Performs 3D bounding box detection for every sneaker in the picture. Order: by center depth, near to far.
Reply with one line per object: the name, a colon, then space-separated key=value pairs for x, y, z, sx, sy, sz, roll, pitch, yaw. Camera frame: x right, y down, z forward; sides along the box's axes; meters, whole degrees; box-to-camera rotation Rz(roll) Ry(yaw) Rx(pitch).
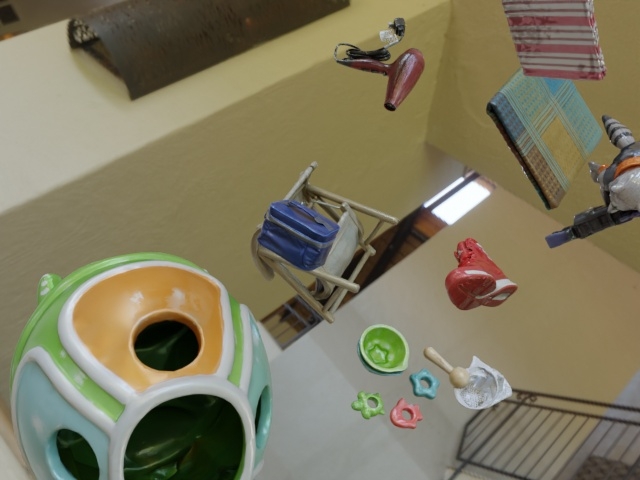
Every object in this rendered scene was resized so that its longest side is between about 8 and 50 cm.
sneaker: x=0.266 y=0.056 z=1.103 sx=0.087 sy=0.221 sz=0.128 roll=-47 pitch=-124 yaw=19

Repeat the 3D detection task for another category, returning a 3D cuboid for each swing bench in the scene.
swing bench: x=0.000 y=0.000 z=1.362 sx=0.255 sy=0.253 sz=0.165 roll=34 pitch=-39 yaw=2

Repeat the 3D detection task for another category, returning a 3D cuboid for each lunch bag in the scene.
lunch bag: x=-0.029 y=-0.014 z=0.767 sx=0.098 sy=0.067 sz=0.065 roll=30 pitch=-69 yaw=15

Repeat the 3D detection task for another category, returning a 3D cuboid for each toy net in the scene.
toy net: x=0.156 y=0.187 z=0.786 sx=0.232 sy=0.122 sz=0.045 roll=11 pitch=-40 yaw=-11

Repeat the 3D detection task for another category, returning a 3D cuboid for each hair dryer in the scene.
hair dryer: x=0.176 y=-0.469 z=1.653 sx=0.080 sy=0.224 sz=0.293 roll=51 pitch=19 yaw=-55

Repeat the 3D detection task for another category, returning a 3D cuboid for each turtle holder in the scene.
turtle holder: x=-0.167 y=0.179 z=0.561 sx=0.243 sy=0.320 sz=0.227 roll=22 pitch=1 yaw=-32

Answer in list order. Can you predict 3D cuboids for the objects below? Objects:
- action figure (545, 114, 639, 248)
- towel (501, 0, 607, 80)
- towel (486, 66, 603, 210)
action figure: x=0.594 y=-0.129 z=1.211 sx=0.341 sy=0.330 sz=0.178 roll=-28 pitch=-79 yaw=29
towel: x=0.369 y=-0.336 z=0.950 sx=0.144 sy=0.029 sz=0.197 roll=21 pitch=-24 yaw=44
towel: x=0.501 y=-0.261 z=1.322 sx=0.040 sy=0.370 sz=0.271 roll=-24 pitch=-75 yaw=49
